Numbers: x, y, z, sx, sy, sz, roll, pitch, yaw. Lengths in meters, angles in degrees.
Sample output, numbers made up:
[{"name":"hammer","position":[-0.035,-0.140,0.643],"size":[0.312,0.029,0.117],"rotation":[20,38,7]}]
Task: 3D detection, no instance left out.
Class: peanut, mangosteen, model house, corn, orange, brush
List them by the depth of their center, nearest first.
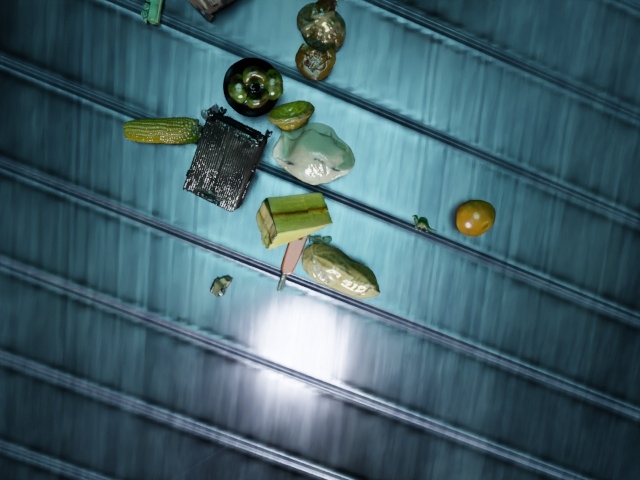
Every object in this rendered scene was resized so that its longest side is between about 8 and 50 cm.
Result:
[{"name":"mangosteen","position":[-0.250,-0.572,1.542],"size":[0.242,0.243,0.243],"rotation":[0,96,-1]},{"name":"corn","position":[-0.614,-0.426,1.616],"size":[0.304,0.106,0.106],"rotation":[-1,96,3]},{"name":"peanut","position":[0.082,0.126,1.661],"size":[0.339,0.174,0.159],"rotation":[28,51,-8]},{"name":"orange","position":[0.617,-0.094,1.661],"size":[0.159,0.159,0.136],"rotation":[-38,55,3]},{"name":"brush","position":[-0.114,0.062,1.703],"size":[0.070,0.051,0.324],"rotation":[19,95,-5]},{"name":"model house","position":[-0.417,0.183,1.714],"size":[0.058,0.057,0.083],"rotation":[37,115,21]}]

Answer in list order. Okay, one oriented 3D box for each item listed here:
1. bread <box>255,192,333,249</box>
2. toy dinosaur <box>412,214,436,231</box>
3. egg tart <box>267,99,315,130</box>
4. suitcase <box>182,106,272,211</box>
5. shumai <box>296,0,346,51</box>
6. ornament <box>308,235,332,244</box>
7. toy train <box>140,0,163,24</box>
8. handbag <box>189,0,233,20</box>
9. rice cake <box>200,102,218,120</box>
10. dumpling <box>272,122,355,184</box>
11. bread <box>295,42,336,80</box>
[{"name":"bread","position":[-0.109,-0.078,1.668],"size":[0.263,0.163,0.168],"rotation":[-9,70,-27]},{"name":"toy dinosaur","position":[0.433,-0.066,1.717],"size":[0.119,0.029,0.061],"rotation":[18,79,-5]},{"name":"egg tart","position":[-0.108,-0.479,1.602],"size":[0.191,0.191,0.074],"rotation":[-15,128,0]},{"name":"suitcase","position":[-0.355,-0.302,1.580],"size":[0.229,0.152,0.335],"rotation":[26,112,-2]},{"name":"shumai","position":[0.005,-0.830,1.566],"size":[0.161,0.153,0.209],"rotation":[-43,92,-4]},{"name":"ornament","position":[-0.004,0.000,1.697],"size":[0.092,0.068,0.041],"rotation":[13,64,-40]},{"name":"toy train","position":[-0.644,-0.911,1.595],"size":[0.070,0.038,0.148],"rotation":[12,95,-5]},{"name":"handbag","position":[-0.391,-0.968,1.528],"size":[0.251,0.190,0.193],"rotation":[-35,106,-2]},{"name":"rice cake","position":[-0.351,-0.419,1.647],"size":[0.081,0.051,0.290],"rotation":[-43,96,3]},{"name":"dumpling","position":[-0.019,-0.347,1.626],"size":[0.317,0.187,0.243],"rotation":[10,63,2]},{"name":"bread","position":[-0.022,-0.685,1.608],"size":[0.156,0.086,0.125],"rotation":[11,97,-2]}]
